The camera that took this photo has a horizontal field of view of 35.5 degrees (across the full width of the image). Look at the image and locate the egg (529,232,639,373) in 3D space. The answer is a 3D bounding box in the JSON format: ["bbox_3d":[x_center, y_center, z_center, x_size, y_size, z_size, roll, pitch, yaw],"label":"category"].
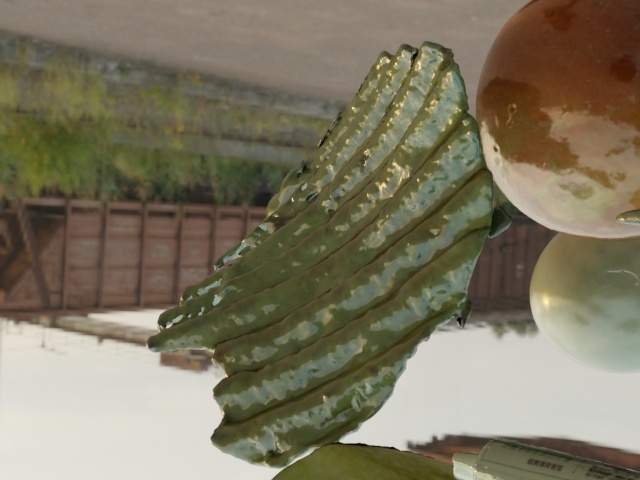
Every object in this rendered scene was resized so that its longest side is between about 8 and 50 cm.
[{"bbox_3d":[0.394,0.058,1.275,0.269,0.219,0.219,-27,-165,-25],"label":"egg"}]

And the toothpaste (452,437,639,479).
[{"bbox_3d":[0.152,0.132,0.502,0.064,0.041,0.218,5,177,-41],"label":"toothpaste"}]

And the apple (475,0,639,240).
[{"bbox_3d":[0.276,-0.124,0.931,0.253,0.253,0.253,3,-178,0],"label":"apple"}]

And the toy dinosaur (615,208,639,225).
[{"bbox_3d":[0.332,-0.030,0.697,0.248,0.188,0.075,18,141,-1],"label":"toy dinosaur"}]

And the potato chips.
[{"bbox_3d":[0.005,-0.006,0.919,0.097,0.389,0.373,36,-176,-31],"label":"potato chips"}]

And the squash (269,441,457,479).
[{"bbox_3d":[0.068,0.248,0.739,0.237,0.204,0.155,-42,-140,-20],"label":"squash"}]
